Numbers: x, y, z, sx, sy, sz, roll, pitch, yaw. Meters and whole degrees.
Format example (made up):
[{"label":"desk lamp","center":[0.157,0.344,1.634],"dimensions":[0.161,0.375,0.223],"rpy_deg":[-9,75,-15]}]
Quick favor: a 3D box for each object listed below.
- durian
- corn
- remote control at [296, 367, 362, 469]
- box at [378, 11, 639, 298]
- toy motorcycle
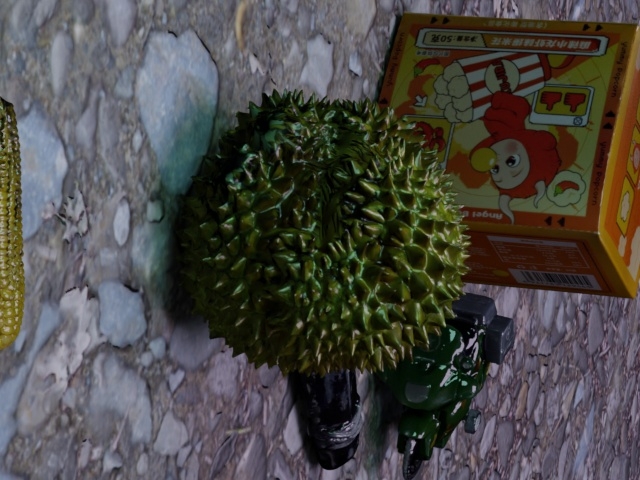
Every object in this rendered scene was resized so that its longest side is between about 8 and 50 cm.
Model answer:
[{"label":"durian","center":[-0.001,0.002,1.757],"dimensions":[0.224,0.291,0.291],"rpy_deg":[78,26,-63]},{"label":"corn","center":[-0.251,-0.013,1.397],"dimensions":[0.072,0.072,0.203],"rpy_deg":[-21,113,-64]},{"label":"remote control","center":[0.013,0.131,2.029],"dimensions":[0.090,0.066,0.265],"rpy_deg":[-51,139,-46]},{"label":"box","center":[0.221,-0.098,2.184],"dimensions":[0.214,0.284,0.259],"rpy_deg":[48,51,-61]},{"label":"toy motorcycle","center":[0.147,0.148,2.283],"dimensions":[0.274,0.125,0.187],"rpy_deg":[-51,149,-55]}]
